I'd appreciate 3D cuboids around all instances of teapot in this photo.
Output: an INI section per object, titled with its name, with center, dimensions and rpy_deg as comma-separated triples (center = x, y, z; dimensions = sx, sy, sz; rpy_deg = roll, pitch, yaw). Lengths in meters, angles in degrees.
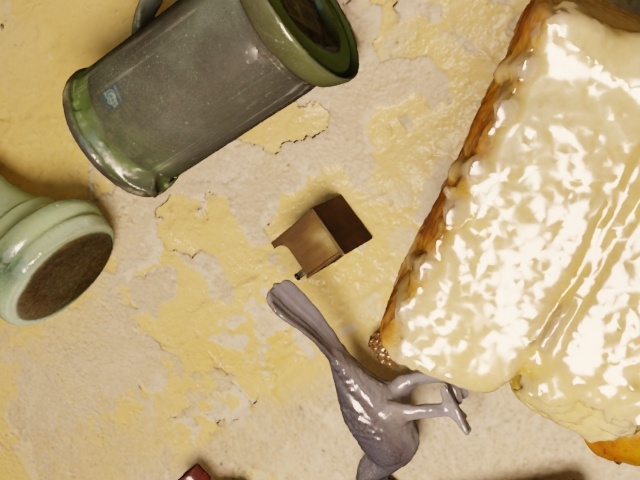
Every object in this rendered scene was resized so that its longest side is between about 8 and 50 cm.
[teapot]
center = -0.153, -0.220, 1.150
dimensions = 0.337, 0.200, 0.270
rpy_deg = -29, 66, 26

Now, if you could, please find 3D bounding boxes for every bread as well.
[bread]
center = 0.260, -0.043, 0.936
dimensions = 0.279, 0.390, 0.371
rpy_deg = 27, 109, 3

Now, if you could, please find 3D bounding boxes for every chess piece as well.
[chess piece]
center = -0.443, -0.048, 1.301
dimensions = 0.299, 0.195, 0.194
rpy_deg = 43, 114, 15

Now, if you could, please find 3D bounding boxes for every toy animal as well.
[toy animal]
center = 0.081, 0.200, 1.176
dimensions = 0.206, 0.081, 0.366
rpy_deg = -7, 122, 22

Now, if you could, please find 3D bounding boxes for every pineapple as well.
[pineapple]
center = 0.118, 0.107, 1.193
dimensions = 0.124, 0.058, 0.058
rpy_deg = -42, 87, 22

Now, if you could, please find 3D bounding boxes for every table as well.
[table]
center = 0.000, 0.000, 1.196
dimensions = 0.082, 0.083, 0.070
rpy_deg = -38, 86, 31

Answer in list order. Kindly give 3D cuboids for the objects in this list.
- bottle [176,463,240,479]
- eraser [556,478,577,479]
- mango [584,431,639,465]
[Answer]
[bottle]
center = -0.109, 0.415, 1.326
dimensions = 0.104, 0.104, 0.245
rpy_deg = -39, 88, 24
[eraser]
center = 0.184, 0.396, 1.192
dimensions = 0.332, 0.101, 0.154
rpy_deg = -16, 64, 22
[mango]
center = 0.378, 0.195, 1.104
dimensions = 0.165, 0.089, 0.115
rpy_deg = -30, 81, 23
